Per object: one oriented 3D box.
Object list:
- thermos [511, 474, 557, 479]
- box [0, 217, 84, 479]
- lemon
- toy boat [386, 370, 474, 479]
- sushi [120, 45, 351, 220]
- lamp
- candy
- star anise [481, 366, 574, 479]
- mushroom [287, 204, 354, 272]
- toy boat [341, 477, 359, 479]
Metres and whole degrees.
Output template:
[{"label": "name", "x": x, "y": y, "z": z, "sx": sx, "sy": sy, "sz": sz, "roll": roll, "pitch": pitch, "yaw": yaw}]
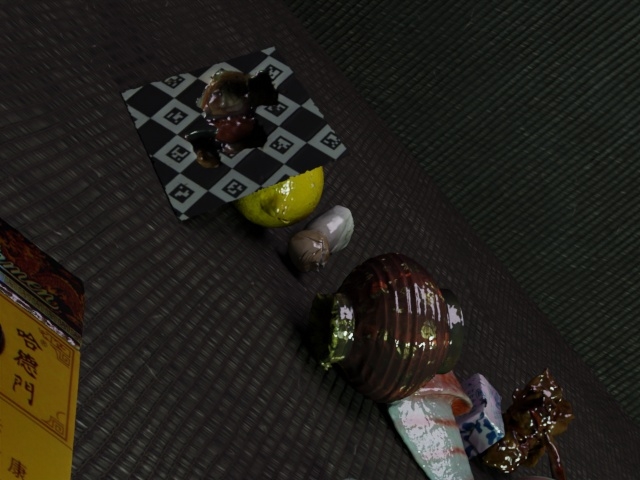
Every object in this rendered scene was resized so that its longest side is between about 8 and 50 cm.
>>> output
[{"label": "thermos", "x": 0.328, "y": 0.490, "z": 2.013, "sx": 0.265, "sy": 0.146, "sz": 0.176, "roll": -64, "pitch": 142, "yaw": -62}, {"label": "box", "x": -0.338, "y": 0.102, "z": 1.106, "sx": 0.264, "sy": 0.116, "sz": 0.415, "roll": 42, "pitch": 19, "yaw": -26}, {"label": "lemon", "x": -0.078, "y": -0.108, "z": 2.178, "sx": 0.173, "sy": 0.173, "sz": 0.206, "roll": 38, "pitch": 29, "yaw": -37}, {"label": "toy boat", "x": 0.198, "y": 0.341, "z": 2.136, "sx": 0.206, "sy": 0.096, "sz": 0.282, "roll": 8, "pitch": 57, "yaw": -48}, {"label": "sushi", "x": -0.141, "y": -0.164, "z": 2.081, "sx": 0.059, "sy": 0.294, "sz": 0.292, "roll": 93, "pitch": -27, "yaw": -51}, {"label": "lamp", "x": 0.100, "y": 0.138, "z": 2.044, "sx": 0.247, "sy": 0.247, "sz": 0.247, "roll": 46, "pitch": 17, "yaw": -18}, {"label": "candy", "x": 0.282, "y": 0.317, "z": 2.363, "sx": 0.073, "sy": 0.092, "sz": 0.160, "roll": 48, "pitch": 17, "yaw": -15}, {"label": "star anise", "x": 0.379, "y": 0.380, "z": 2.365, "sx": 0.148, "sy": 0.237, "sz": 0.346, "roll": 22, "pitch": 43, "yaw": -5}, {"label": "mushroom", "x": -0.004, "y": 0.002, "z": 2.290, "sx": 0.081, "sy": 0.092, "sz": 0.223, "roll": 67, "pitch": 22, "yaw": -6}, {"label": "toy boat", "x": 0.091, "y": 0.413, "z": 1.641, "sx": 0.078, "sy": 0.085, "sz": 0.260, "roll": 33, "pitch": 24, "yaw": -50}]
